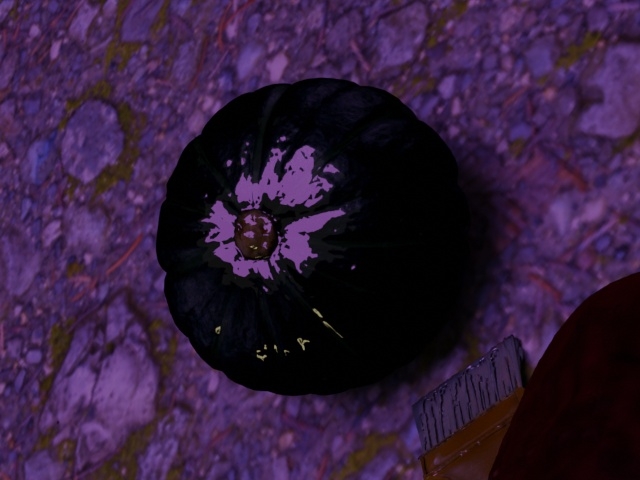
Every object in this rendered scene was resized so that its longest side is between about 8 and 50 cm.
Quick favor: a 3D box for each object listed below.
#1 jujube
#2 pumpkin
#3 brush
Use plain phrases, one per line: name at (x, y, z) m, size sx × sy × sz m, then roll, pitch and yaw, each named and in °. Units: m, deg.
jujube at (0.159, 0.137, 0.871) m, size 0.190 × 0.190 × 0.255 m, roll -26°, pitch 35°, yaw 36°
pumpkin at (-0.005, -0.001, 1.121) m, size 0.194 × 0.150 × 0.194 m, roll -15°, pitch 69°, yaw 47°
brush at (0.090, 0.146, 1.019) m, size 0.082 × 0.010 × 0.218 m, roll -40°, pitch 34°, yaw 27°
